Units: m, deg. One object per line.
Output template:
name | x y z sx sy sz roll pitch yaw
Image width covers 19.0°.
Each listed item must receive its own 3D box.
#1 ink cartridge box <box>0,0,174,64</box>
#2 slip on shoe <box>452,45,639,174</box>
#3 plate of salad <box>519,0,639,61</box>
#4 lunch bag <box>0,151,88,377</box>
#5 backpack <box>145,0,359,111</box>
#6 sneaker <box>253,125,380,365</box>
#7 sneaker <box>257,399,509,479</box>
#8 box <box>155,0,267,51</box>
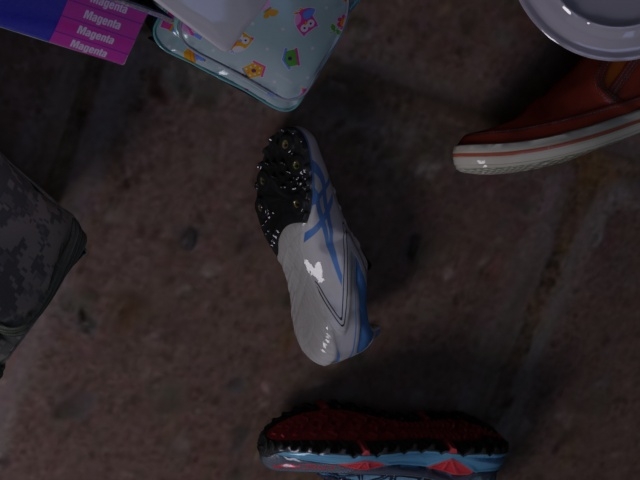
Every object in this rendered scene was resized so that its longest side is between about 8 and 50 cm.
ink cartridge box | -0.305 -0.223 1.475 0.324 0.330 0.071 16 104 -22
slip on shoe | 0.272 -0.142 1.824 0.331 0.123 0.101 -22 91 -9
plate of salad | 0.273 -0.265 1.789 0.200 0.048 0.200 0 87 -2
lunch bag | -0.373 -0.006 1.610 0.305 0.212 0.256 45 75 -27
backpack | -0.046 -0.224 1.666 0.166 0.144 0.188 28 96 -19
sneaker | 0.000 0.000 1.803 0.086 0.085 0.237 -27 115 -36
sneaker | 0.059 0.237 1.888 0.262 0.104 0.125 7 109 -20
box | -0.143 -0.308 1.487 0.215 0.345 0.168 36 95 -26
